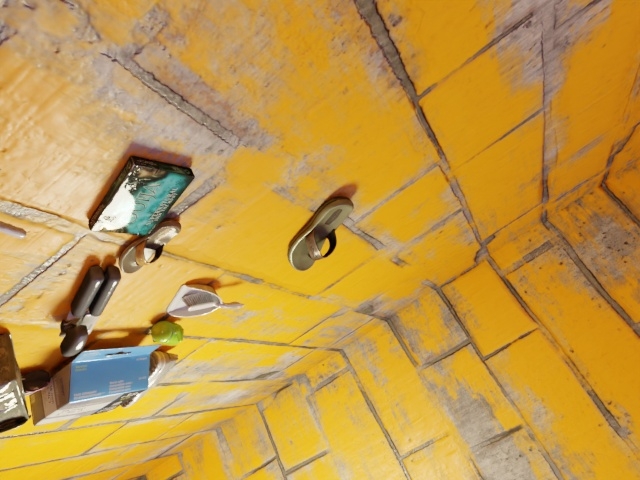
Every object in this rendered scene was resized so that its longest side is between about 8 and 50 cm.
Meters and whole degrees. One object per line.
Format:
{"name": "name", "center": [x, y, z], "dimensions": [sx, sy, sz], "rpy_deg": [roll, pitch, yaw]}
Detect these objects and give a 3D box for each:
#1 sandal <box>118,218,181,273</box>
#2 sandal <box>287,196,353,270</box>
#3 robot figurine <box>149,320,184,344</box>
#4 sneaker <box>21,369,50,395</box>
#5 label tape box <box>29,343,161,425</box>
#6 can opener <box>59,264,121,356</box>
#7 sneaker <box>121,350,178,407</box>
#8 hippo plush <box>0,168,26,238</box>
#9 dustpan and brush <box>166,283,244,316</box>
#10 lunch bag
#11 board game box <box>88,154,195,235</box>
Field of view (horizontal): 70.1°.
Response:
{"name": "sandal", "center": [-0.372, 0.022, 0.998], "dimensions": [0.180, 0.049, 0.072], "rpy_deg": [-36, 154, 15]}
{"name": "sandal", "center": [-0.001, -0.001, 1.293], "dimensions": [0.120, 0.086, 0.302], "rpy_deg": [-7, 147, -38]}
{"name": "robot figurine", "center": [-0.454, 0.275, 1.357], "dimensions": [0.101, 0.067, 0.115], "rpy_deg": [-2, 162, 17]}
{"name": "sneaker", "center": [-0.824, 0.400, 1.213], "dimensions": [0.178, 0.071, 0.077], "rpy_deg": [0, 154, -36]}
{"name": "label tape box", "center": [-0.649, 0.423, 1.335], "dimensions": [0.334, 0.105, 0.241], "rpy_deg": [-34, 156, 29]}
{"name": "can opener", "center": [-0.533, 0.164, 1.059], "dimensions": [0.074, 0.093, 0.280], "rpy_deg": [2, 136, -46]}
{"name": "sneaker", "center": [-0.586, 0.476, 1.548], "dimensions": [0.281, 0.105, 0.115], "rpy_deg": [-41, 152, 22]}
{"name": "hippo plush", "center": [-0.589, -0.047, 0.542], "dimensions": [0.237, 0.234, 0.294], "rpy_deg": [-12, -163, 3]}
{"name": "dustpan and brush", "center": [-0.320, 0.181, 1.330], "dimensions": [0.211, 0.060, 0.147], "rpy_deg": [-2, 144, -43]}
{"name": "lunch bag", "center": [-0.807, 0.374, 1.031], "dimensions": [0.235, 0.169, 0.287], "rpy_deg": [-11, 139, -32]}
{"name": "board game box", "center": [-0.343, -0.078, 0.872], "dimensions": [0.186, 0.026, 0.126], "rpy_deg": [-44, 151, 28]}
